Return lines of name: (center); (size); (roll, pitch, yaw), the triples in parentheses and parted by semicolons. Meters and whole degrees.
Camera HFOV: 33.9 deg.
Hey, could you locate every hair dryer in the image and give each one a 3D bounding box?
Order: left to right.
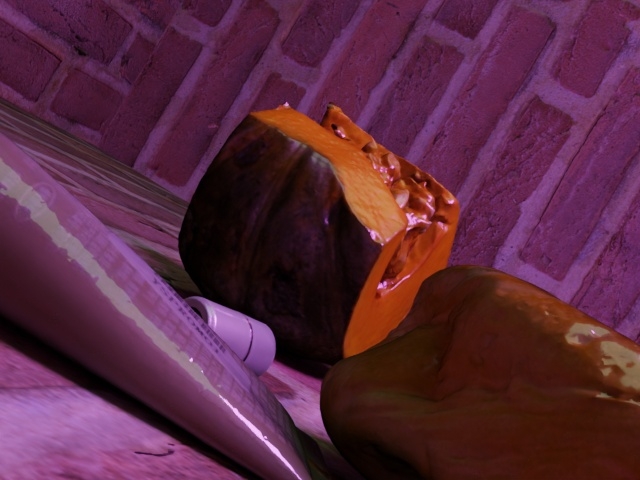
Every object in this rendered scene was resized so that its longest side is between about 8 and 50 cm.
hair dryer: (-0.106, 0.059, 0.808); (0.137, 0.047, 0.082); (24, -4, 39)

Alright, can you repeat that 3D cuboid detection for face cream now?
face cream: (-0.122, 0.036, 0.585); (0.341, 0.084, 0.137); (39, 1, -11)

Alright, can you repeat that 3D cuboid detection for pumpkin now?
pumpkin: (0.000, 0.000, 1.130); (0.225, 0.256, 0.303); (35, 25, 22)

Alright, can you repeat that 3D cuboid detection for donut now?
donut: (0.173, 0.155, 0.669); (0.360, 0.170, 0.360); (35, -3, 2)
